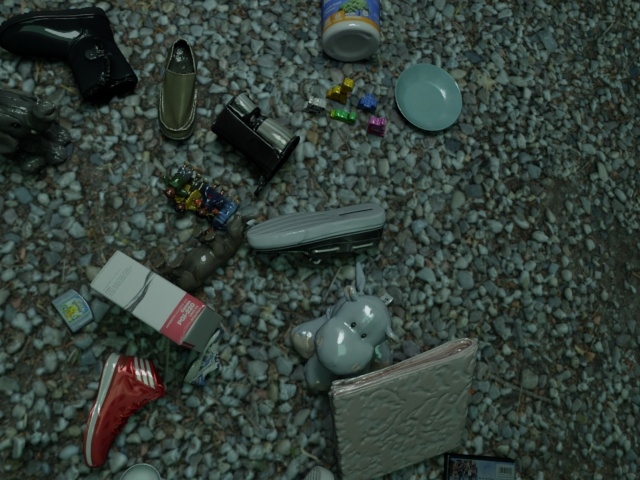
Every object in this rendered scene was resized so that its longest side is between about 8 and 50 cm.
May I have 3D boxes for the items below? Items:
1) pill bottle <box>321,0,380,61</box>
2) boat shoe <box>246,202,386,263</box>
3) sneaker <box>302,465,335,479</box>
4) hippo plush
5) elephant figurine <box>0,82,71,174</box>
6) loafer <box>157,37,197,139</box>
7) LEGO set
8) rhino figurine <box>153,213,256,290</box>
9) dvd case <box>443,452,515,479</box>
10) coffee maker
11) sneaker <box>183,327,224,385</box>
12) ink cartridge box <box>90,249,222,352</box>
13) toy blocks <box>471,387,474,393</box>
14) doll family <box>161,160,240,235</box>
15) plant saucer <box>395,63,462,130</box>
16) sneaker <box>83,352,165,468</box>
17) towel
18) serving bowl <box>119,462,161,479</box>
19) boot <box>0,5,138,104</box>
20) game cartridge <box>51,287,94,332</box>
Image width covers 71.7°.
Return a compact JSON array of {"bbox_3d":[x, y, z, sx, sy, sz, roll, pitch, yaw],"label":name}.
[{"bbox_3d":[0.077,-0.626,1.147,0.152,0.152,0.272,2,80,-12],"label":"pill bottle"},{"bbox_3d":[0.000,0.000,1.030,0.334,0.121,0.119,-9,115,-12],"label":"boat shoe"},{"bbox_3d":[-0.001,0.661,0.918,0.150,0.135,0.366,16,86,-17],"label":"sneaker"},{"bbox_3d":[0.092,0.212,0.953,0.294,0.236,0.234,-43,90,-16],"label":"hippo plush"},{"bbox_3d":[-0.615,-0.248,0.886,0.185,0.239,0.170,-28,87,-15],"label":"elephant figurine"},{"bbox_3d":[-0.338,-0.362,1.044,0.094,0.087,0.252,0,80,-12],"label":"loafer"},{"bbox_3d":[0.077,-0.353,1.128,0.227,0.093,0.087,15,77,-9],"label":"LEGO set"},{"bbox_3d":[-0.241,0.019,0.995,0.243,0.106,0.073,-39,49,-17],"label":"rhino figurine"},{"bbox_3d":[0.371,0.643,1.046,0.180,0.022,0.253,9,78,-9],"label":"dvd case"},{"bbox_3d":[-0.165,-0.232,1.042,0.178,0.120,0.171,38,75,-3],"label":"coffee maker"},{"bbox_3d":[-0.244,0.258,0.977,0.058,0.052,0.135,32,82,-15],"label":"sneaker"},{"bbox_3d":[-0.324,0.127,0.897,0.217,0.159,0.092,28,73,9],"label":"ink cartridge box"},{"bbox_3d":[0.311,0.335,1.037,0.054,0.123,0.148,-33,88,-29],"label":"toy blocks"},{"bbox_3d":[-0.275,-0.086,1.017,0.192,0.076,0.111,33,70,-8],"label":"doll family"},{"bbox_3d":[0.289,-0.384,1.208,0.194,0.037,0.195,2,79,-11],"label":"plant saucer"},{"bbox_3d":[-0.394,0.349,0.905,0.127,0.087,0.222,9,79,-9],"label":"sneaker"},{"bbox_3d":[0.176,0.373,0.943,0.316,0.053,0.332,-13,124,-13],"label":"towel"},{"bbox_3d":[-0.369,0.500,0.911,0.083,0.027,0.084,2,80,-11],"label":"serving bowl"},{"bbox_3d":[-0.566,-0.407,1.000,0.246,0.094,0.207,-22,81,-21],"label":"boot"},{"bbox_3d":[-0.527,0.147,0.950,0.056,0.017,0.083,-37,89,-19],"label":"game cartridge"}]
